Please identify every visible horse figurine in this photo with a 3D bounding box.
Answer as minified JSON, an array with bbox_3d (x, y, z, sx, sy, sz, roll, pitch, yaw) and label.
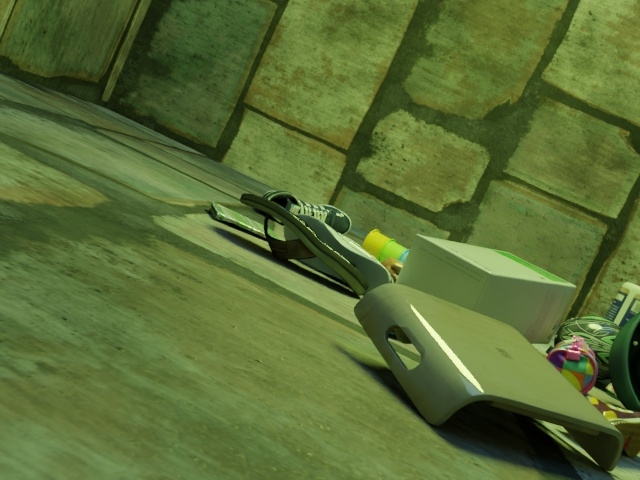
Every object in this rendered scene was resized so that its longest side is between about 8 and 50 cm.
[{"bbox_3d":[0.199,0.092,1.615,0.174,0.066,0.263,32,4,9],"label":"horse figurine"}]

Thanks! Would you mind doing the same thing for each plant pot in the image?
[{"bbox_3d":[0.716,0.256,1.314,0.293,0.293,0.235,26,-8,9],"label":"plant pot"}]

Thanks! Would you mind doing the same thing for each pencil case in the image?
[{"bbox_3d":[0.502,0.247,1.321,0.104,0.104,0.236,27,7,19],"label":"pencil case"}]

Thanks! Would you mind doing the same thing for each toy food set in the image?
[{"bbox_3d":[0.204,0.176,0.821,0.306,0.092,0.219,21,19,-29],"label":"toy food set"}]

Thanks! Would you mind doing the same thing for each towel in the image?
[{"bbox_3d":[-0.166,-0.034,1.433,0.152,0.023,0.113,25,7,-22],"label":"towel"}]

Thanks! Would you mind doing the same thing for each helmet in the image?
[{"bbox_3d":[0.669,0.262,1.618,0.161,0.169,0.169,27,3,-43],"label":"helmet"}]

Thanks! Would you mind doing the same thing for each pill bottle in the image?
[{"bbox_3d":[0.804,0.255,1.721,0.153,0.264,0.153,26,6,-3],"label":"pill bottle"}]

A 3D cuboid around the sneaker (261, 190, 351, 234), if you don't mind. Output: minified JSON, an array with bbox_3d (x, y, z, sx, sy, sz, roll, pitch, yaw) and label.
[{"bbox_3d":[-0.040,-0.074,1.927,0.282,0.099,0.153,18,1,-6],"label":"sneaker"}]

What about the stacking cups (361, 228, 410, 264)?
[{"bbox_3d":[0.276,0.070,1.985,0.316,0.096,0.096,28,6,28],"label":"stacking cups"}]

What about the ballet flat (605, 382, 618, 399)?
[{"bbox_3d":[0.783,0.367,1.554,0.241,0.077,0.091,23,7,-13],"label":"ballet flat"}]

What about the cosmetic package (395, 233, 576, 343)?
[{"bbox_3d":[0.343,0.109,1.370,0.365,0.155,0.197,10,16,-46],"label":"cosmetic package"}]

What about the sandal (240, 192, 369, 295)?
[{"bbox_3d":[-0.043,0.012,1.249,0.303,0.086,0.120,41,2,9],"label":"sandal"}]

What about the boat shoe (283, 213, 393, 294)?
[{"bbox_3d":[0.036,0.036,1.358,0.258,0.095,0.084,38,5,17],"label":"boat shoe"}]

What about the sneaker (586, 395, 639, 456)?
[{"bbox_3d":[0.416,0.261,0.955,0.185,0.069,0.084,21,12,-43],"label":"sneaker"}]

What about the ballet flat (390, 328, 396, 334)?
[{"bbox_3d":[0.146,0.121,1.076,0.073,0.067,0.206,31,8,38],"label":"ballet flat"}]
